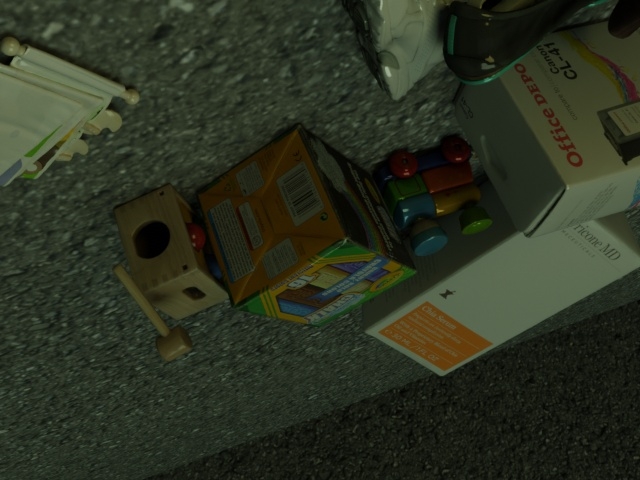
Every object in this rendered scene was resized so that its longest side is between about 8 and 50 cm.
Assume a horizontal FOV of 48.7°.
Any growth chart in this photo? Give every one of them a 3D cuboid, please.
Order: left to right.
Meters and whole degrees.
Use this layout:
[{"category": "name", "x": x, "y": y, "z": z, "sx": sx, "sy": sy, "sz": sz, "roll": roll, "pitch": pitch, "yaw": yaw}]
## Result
[{"category": "growth chart", "x": -0.308, "y": -0.104, "z": 0.688, "sx": 0.237, "sy": 0.021, "sz": 0.172, "roll": -30, "pitch": 156, "yaw": 17}]

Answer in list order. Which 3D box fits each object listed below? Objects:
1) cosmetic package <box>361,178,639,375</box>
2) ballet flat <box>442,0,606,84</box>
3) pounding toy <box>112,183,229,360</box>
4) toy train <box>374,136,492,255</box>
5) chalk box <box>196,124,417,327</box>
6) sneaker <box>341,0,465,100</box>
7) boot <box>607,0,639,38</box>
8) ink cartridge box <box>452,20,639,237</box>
[{"category": "cosmetic package", "x": 0.309, "y": 0.050, "z": 1.291, "sx": 0.230, "sy": 0.161, "sz": 0.453, "roll": 32, "pitch": 127, "yaw": -28}, {"category": "ballet flat", "x": 0.231, "y": -0.261, "z": 0.709, "sx": 0.280, "sy": 0.095, "sz": 0.096, "roll": -39, "pitch": 130, "yaw": -22}, {"category": "pounding toy", "x": -0.177, "y": 0.040, "z": 0.881, "sx": 0.094, "sy": 0.206, "sz": 0.181, "roll": -24, "pitch": 156, "yaw": 3}, {"category": "toy train", "x": 0.218, "y": -0.073, "z": 1.066, "sx": 0.248, "sy": 0.143, "sz": 0.105, "roll": -16, "pitch": 156, "yaw": -14}, {"category": "chalk box", "x": 0.000, "y": 0.000, "z": 0.987, "sx": 0.179, "sy": 0.180, "sz": 0.289, "roll": -31, "pitch": 154, "yaw": 18}, {"category": "sneaker", "x": 0.086, "y": -0.233, "z": 0.702, "sx": 0.115, "sy": 0.090, "sz": 0.232, "roll": -32, "pitch": 165, "yaw": 5}, {"category": "boot", "x": 0.400, "y": -0.340, "z": 0.726, "sx": 0.248, "sy": 0.090, "sz": 0.207, "roll": -62, "pitch": -173, "yaw": -2}, {"category": "ink cartridge box", "x": 0.365, "y": -0.158, "z": 0.915, "sx": 0.306, "sy": 0.226, "sz": 0.131, "roll": -16, "pitch": 155, "yaw": -17}]
